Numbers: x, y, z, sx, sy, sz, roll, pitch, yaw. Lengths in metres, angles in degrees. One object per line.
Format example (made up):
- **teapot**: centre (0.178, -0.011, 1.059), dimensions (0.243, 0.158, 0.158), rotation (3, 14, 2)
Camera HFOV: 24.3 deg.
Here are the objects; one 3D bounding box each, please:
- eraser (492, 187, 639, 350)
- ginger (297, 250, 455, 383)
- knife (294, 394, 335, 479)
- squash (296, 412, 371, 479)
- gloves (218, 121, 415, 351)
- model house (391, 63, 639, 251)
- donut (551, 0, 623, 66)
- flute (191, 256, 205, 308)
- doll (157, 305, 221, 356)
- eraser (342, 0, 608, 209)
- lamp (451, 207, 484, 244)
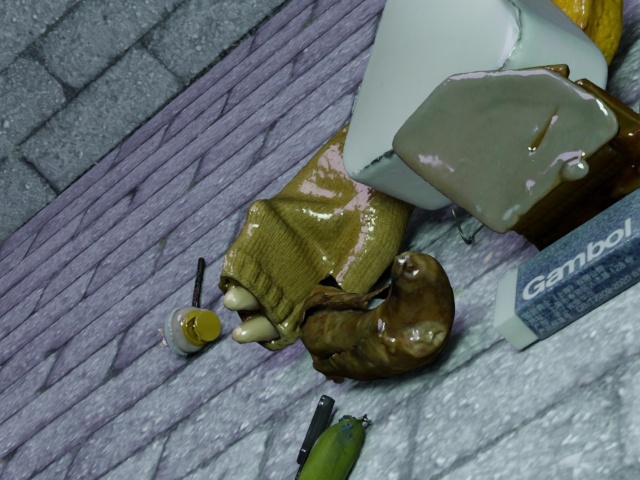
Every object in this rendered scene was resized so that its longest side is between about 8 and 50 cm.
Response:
- **eraser**: centre (0.268, 0.023, 1.476), dimensions (0.212, 0.046, 0.092), rotation (-36, 19, 28)
- **ginger**: centre (0.062, 0.093, 1.664), dimensions (0.309, 0.107, 0.133), rotation (-12, 70, 62)
- **knife**: centre (-0.020, 0.248, 1.616), dimensions (0.245, 0.019, 0.072), rotation (-67, -2, -47)
- **squash**: centre (0.007, 0.244, 1.564), dimensions (0.052, 0.052, 0.183), rotation (-29, 21, 41)
- **gloves**: centre (0.005, 0.002, 1.911), dimensions (0.356, 0.203, 0.155), rotation (-47, -19, -25)
- **model house**: centre (0.237, -0.089, 1.578), dimensions (0.199, 0.219, 0.229), rotation (-47, -29, 17)
- **donut**: centre (0.267, -0.276, 1.905), dimensions (0.303, 0.110, 0.302), rotation (-29, 53, 46)
- **flute**: centre (-0.202, 0.087, 2.434), dimensions (0.014, 0.014, 0.269), rotation (-40, 18, 15)
- **doll**: centre (-0.196, 0.133, 2.243), dimensions (0.084, 0.073, 0.127), rotation (-16, 1, -39)
- **eraser**: centre (0.188, -0.201, 1.748), dimensions (0.331, 0.150, 0.331), rotation (-37, 43, 44)
- **lamp**: centre (0.217, -0.044, 1.769), dimensions (0.121, 0.041, 0.054), rotation (-36, 28, 14)
